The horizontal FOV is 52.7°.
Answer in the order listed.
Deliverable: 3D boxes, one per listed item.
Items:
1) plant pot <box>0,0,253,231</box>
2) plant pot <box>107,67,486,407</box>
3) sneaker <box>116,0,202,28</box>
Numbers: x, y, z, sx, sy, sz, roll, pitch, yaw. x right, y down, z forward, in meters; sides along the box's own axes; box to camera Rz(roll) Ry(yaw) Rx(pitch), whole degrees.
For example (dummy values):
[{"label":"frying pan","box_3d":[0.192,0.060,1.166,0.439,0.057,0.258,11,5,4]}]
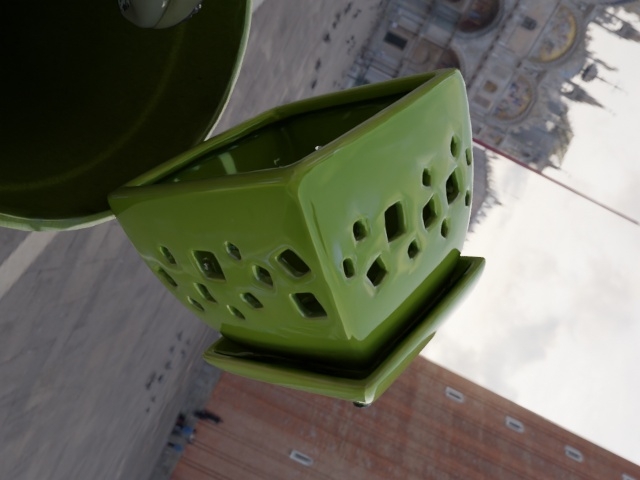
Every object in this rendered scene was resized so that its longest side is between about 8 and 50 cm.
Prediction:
[{"label":"plant pot","box_3d":[-0.305,-0.233,0.535,0.366,0.353,0.366,-40,140,-44]},{"label":"plant pot","box_3d":[0.000,0.000,0.551,0.227,0.207,0.228,0,-153,43]},{"label":"sneaker","box_3d":[-0.135,-0.270,0.292,0.410,0.182,0.158,104,-28,-59]}]
